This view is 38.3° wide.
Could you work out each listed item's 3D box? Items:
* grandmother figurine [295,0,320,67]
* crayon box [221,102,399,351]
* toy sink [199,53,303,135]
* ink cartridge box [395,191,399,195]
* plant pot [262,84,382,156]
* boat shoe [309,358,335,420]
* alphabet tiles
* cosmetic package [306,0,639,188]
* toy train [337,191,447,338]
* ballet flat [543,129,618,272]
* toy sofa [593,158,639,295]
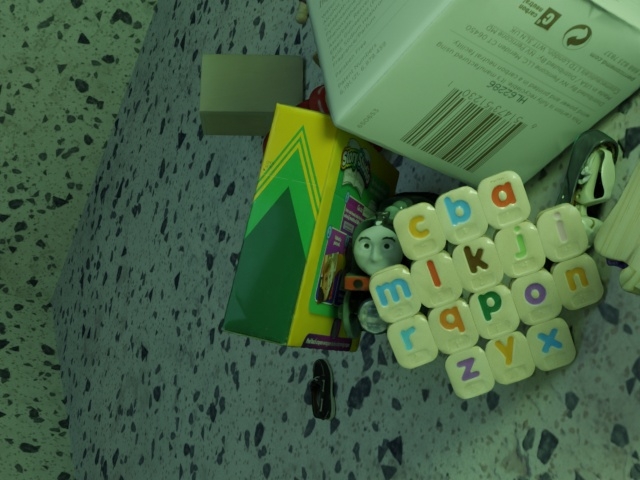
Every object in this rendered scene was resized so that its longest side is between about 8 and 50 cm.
[{"bbox_3d":[0.030,-0.520,1.947,0.207,0.104,0.343,-17,59,28],"label":"grandmother figurine"},{"bbox_3d":[0.000,0.000,1.373,0.106,0.363,0.313,11,85,18],"label":"crayon box"},{"bbox_3d":[-0.157,-0.333,2.140,0.131,0.234,0.153,93,176,-69],"label":"toy sink"},{"bbox_3d":[0.110,-0.002,1.624,0.109,0.063,0.151,-54,36,37],"label":"ink cartridge box"},{"bbox_3d":[0.011,-0.189,1.747,0.174,0.191,0.191,-47,41,37],"label":"plant pot"},{"bbox_3d":[-0.002,0.280,1.744,0.046,0.038,0.125,-43,44,46],"label":"boat shoe"},{"bbox_3d":[0.214,0.061,1.196,0.021,0.284,0.278,-89,-23,-73],"label":"alphabet tiles"},{"bbox_3d":[0.203,-0.339,1.273,0.327,0.329,0.394,-44,42,36],"label":"cosmetic package"},{"bbox_3d":[0.118,0.033,1.371,0.142,0.334,0.190,1,100,19],"label":"toy train"},{"bbox_3d":[0.346,-0.046,1.211,0.074,0.074,0.203,18,93,62],"label":"ballet flat"},{"bbox_3d":[0.451,-0.088,0.949,0.363,0.150,0.177,-69,26,16],"label":"toy sofa"}]
